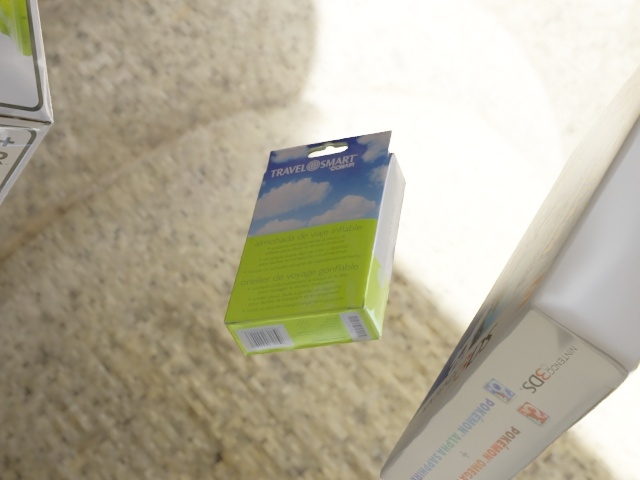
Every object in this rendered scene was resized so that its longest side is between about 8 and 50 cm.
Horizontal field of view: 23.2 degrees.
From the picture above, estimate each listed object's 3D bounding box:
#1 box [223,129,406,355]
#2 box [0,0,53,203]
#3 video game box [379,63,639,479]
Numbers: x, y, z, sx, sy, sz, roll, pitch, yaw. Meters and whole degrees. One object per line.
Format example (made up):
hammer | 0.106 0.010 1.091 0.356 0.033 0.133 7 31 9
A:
box | 0.000 0.000 1.146 0.109 0.178 0.042 -8 134 21
box | -0.241 -0.052 0.826 0.087 0.169 0.290 7 144 -31
video game box | 0.111 0.000 0.623 0.205 0.048 0.187 -55 179 -30
